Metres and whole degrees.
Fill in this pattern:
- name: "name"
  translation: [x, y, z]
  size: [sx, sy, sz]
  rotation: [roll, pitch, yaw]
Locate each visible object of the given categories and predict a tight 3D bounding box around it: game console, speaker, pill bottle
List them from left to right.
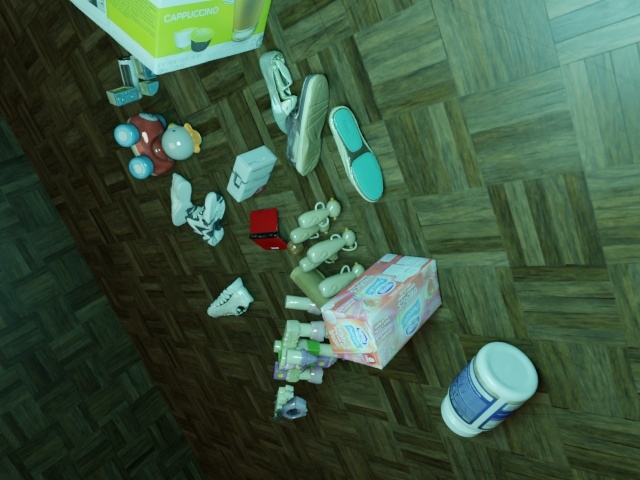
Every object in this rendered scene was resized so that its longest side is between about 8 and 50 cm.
- name: "speaker"
  translation: [-0.655, -0.559, 1.716]
  size: [0.055, 0.055, 0.136]
  rotation: [25, 132, 31]
- name: "game console"
  translation: [-0.163, -0.034, 1.641]
  size: [0.144, 0.085, 0.124]
  rotation: [-3, 146, 46]
- name: "pill bottle"
  translation: [0.416, 0.388, 1.264]
  size: [0.153, 0.153, 0.265]
  rotation: [38, 138, 18]

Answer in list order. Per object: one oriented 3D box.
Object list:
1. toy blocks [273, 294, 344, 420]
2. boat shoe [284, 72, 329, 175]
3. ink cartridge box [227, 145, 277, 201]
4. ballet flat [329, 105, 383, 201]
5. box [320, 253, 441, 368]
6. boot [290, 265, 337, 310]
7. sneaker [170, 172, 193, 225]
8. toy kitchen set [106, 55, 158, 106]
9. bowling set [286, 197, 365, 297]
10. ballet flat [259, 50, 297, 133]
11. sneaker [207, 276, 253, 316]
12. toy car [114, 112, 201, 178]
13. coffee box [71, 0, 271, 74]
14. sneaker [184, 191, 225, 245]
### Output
- name: "toy blocks"
  translation: [-0.003, 0.376, 1.598]
  size: [0.259, 0.309, 0.289]
  rotation: [8, 126, -12]
- name: "boat shoe"
  translation: [-0.046, -0.297, 1.272]
  size: [0.092, 0.103, 0.285]
  rotation: [30, 141, 19]
- name: "ink cartridge box"
  translation: [-0.207, -0.200, 1.489]
  size: [0.063, 0.109, 0.150]
  rotation: [47, 140, 14]
- name: "ballet flat"
  translation: [0.084, -0.213, 1.233]
  size: [0.086, 0.086, 0.249]
  rotation: [-7, 110, 47]
- name: "box"
  translation: [0.161, 0.163, 1.239]
  size: [0.154, 0.300, 0.142]
  rotation: [5, 119, 41]
- name: "boot"
  translation: [0.063, 0.187, 1.501]
  size: [0.089, 0.236, 0.269]
  rotation: [-54, 47, 10]
- name: "sneaker"
  translation: [-0.535, -0.157, 1.881]
  size: [0.094, 0.080, 0.212]
  rotation: [44, 134, 30]
- name: "toy kitchen set"
  translation: [-0.603, -0.551, 1.582]
  size: [0.122, 0.166, 0.207]
  rotation: [19, 129, 35]
- name: "bowling set"
  translation: [0.000, 0.000, 1.433]
  size: [0.200, 0.154, 0.287]
  rotation: [29, 139, 53]
- name: "ballet flat"
  translation: [-0.097, -0.380, 1.286]
  size: [0.068, 0.072, 0.213]
  rotation: [-2, 116, 36]
- name: "sneaker"
  translation: [-0.359, 0.257, 1.976]
  size: [0.118, 0.110, 0.292]
  rotation: [44, 141, -3]
- name: "toy car"
  translation: [-0.505, -0.340, 1.657]
  size: [0.237, 0.219, 0.210]
  rotation: [-13, 110, 17]
- name: "coffee box"
  translation: [-0.329, -0.640, 1.116]
  size: [0.338, 0.337, 0.334]
  rotation: [42, 139, 14]
- name: "sneaker"
  translation: [-0.427, -0.101, 1.786]
  size: [0.153, 0.094, 0.235]
  rotation: [28, 145, 16]
